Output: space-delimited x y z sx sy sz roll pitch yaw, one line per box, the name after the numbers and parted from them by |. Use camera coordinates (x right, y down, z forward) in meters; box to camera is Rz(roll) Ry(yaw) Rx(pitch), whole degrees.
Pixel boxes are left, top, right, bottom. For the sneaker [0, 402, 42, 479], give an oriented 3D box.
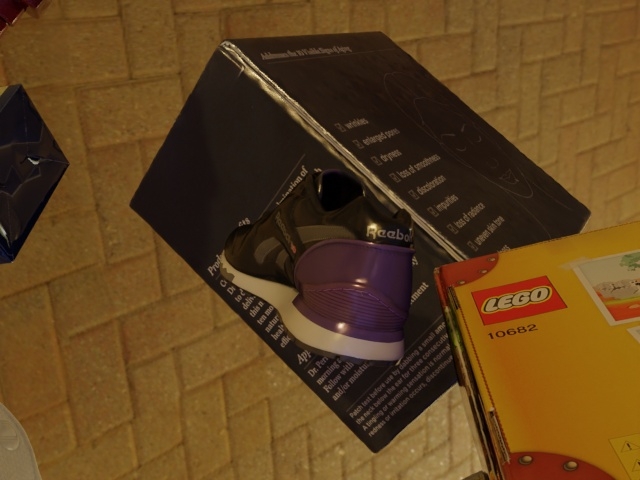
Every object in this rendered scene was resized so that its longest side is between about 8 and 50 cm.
-0.439 0.339 0.931 0.147 0.104 0.295 -24 97 9 | sneaker

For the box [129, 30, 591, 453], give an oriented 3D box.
0.085 -0.045 1.050 0.297 0.472 0.480 -50 169 31 | box

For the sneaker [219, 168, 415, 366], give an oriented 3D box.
0.000 0.000 0.604 0.107 0.283 0.124 9 98 -27 | sneaker

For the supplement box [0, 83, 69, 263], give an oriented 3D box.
-0.195 -0.032 0.378 0.083 0.083 0.056 -81 160 -46 | supplement box

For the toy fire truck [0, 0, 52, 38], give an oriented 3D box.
-0.447 -0.297 0.839 0.217 0.158 0.246 34 83 -19 | toy fire truck

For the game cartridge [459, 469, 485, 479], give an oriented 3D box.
0.251 0.339 0.935 0.294 0.196 0.060 -24 82 0 | game cartridge

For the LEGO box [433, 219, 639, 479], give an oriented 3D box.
0.365 0.112 0.535 0.501 0.372 0.193 -14 109 7 | LEGO box
